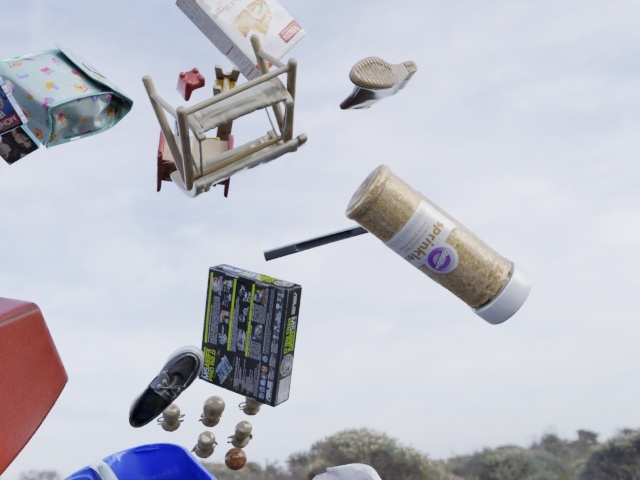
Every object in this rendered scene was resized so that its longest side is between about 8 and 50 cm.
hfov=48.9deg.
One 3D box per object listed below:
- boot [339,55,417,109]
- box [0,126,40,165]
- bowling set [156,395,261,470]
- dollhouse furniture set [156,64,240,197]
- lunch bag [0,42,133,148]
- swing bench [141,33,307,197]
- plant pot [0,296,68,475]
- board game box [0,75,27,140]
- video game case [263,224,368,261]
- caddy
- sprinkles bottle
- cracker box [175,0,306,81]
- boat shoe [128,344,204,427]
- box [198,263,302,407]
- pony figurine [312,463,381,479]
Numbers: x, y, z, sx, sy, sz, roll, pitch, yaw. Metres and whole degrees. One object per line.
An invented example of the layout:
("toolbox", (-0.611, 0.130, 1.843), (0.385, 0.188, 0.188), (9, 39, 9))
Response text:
("boot", (0.116, -0.386, 1.814), (0.249, 0.090, 0.207), (-18, -9, -44))
("box", (-0.840, -0.317, 1.808), (0.101, 0.060, 0.244), (-29, -52, 4))
("bowling set", (-0.254, 0.490, 1.752), (0.287, 0.199, 0.154), (-6, -31, -17))
("dollhouse furniture set", (-0.341, -0.317, 1.977), (0.202, 0.373, 0.152), (6, -34, -10))
("lunch bag", (-0.624, -0.366, 1.733), (0.262, 0.223, 0.160), (-33, -27, -43))
("swing bench", (-0.174, -0.226, 1.381), (0.253, 0.165, 0.254), (-29, -44, -21))
("plant pot", (-0.627, 0.236, 1.271), (0.267, 0.267, 0.236), (4, 29, 32))
("board game box", (-0.655, -0.238, 1.335), (0.194, 0.060, 0.194), (-18, -65, 14))
("video game case", (0.000, 0.000, 1.654), (0.275, 0.026, 0.196), (-16, 1, -5))
("caddy", (-0.259, 0.387, 0.942), (0.241, 0.179, 0.341), (-21, 13, -26))
("sprinkles bottle", (0.216, 0.010, 1.291), (0.355, 0.121, 0.121), (36, -31, -8))
("cracker box", (-0.164, -0.466, 1.477), (0.232, 0.155, 0.067), (46, -27, -11))
("boat shoe", (-0.339, 0.323, 1.526), (0.228, 0.080, 0.076), (-42, 15, 13))
("box", (-0.159, 0.205, 1.553), (0.216, 0.269, 0.060), (13, 12, 29))
("pony figurine", (0.179, 0.684, 1.713), (0.351, 0.302, 0.363), (-27, -40, 19))
